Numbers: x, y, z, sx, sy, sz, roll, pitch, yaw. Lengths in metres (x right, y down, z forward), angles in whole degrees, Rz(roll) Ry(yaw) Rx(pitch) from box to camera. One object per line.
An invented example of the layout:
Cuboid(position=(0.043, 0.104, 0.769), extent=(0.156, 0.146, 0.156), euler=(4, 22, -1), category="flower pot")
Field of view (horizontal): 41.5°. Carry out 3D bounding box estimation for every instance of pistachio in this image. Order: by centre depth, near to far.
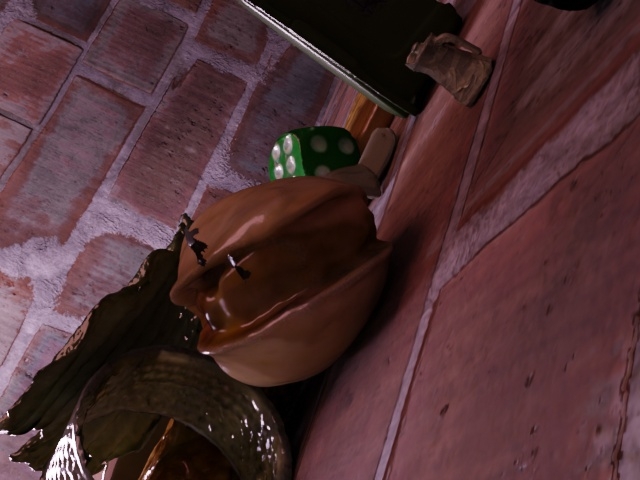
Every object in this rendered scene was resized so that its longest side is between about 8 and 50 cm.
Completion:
Cuboid(position=(-0.046, 0.044, 0.947), extent=(0.238, 0.229, 0.321), euler=(-33, -1, -28), category="pistachio")

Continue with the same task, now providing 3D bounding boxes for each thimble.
Cuboid(position=(-0.175, 0.267, 0.967), extent=(0.150, 0.271, 0.270), euler=(-59, 9, 34), category="thimble")

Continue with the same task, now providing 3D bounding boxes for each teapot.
Cuboid(position=(0.133, -0.184, 0.877), extent=(0.057, 0.083, 0.067), euler=(-65, 2, -38), category="teapot")

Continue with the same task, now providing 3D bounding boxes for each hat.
Cuboid(position=(0.047, -0.102, 1.290), extent=(0.147, 0.085, 0.175), euler=(122, 168, -60), category="hat")

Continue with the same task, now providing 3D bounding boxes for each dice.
Cuboid(position=(-0.010, -0.123, 1.454), extent=(0.131, 0.120, 0.128), euler=(-16, 79, 59), category="dice")

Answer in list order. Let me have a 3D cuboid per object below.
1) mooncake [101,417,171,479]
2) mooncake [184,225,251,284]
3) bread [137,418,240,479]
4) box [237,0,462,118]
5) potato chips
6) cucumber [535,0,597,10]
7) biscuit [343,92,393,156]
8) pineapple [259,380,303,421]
Cuboid(position=(-0.262, 0.422, 1.409), extent=(0.284, 0.156, 0.284), euler=(10, -90, -85), category="mooncake")
Cuboid(position=(-0.071, 0.155, 0.813), extent=(0.150, 0.057, 0.346), euler=(158, 98, -68), category="mooncake")
Cuboid(position=(-0.170, 0.341, 1.177), extent=(0.195, 0.149, 0.344), euler=(-52, 10, 39), category="bread")
Cuboid(position=(0.042, -0.340, 1.235), extent=(0.177, 0.329, 0.252), euler=(-53, 10, 11), category="box")
Cuboid(position=(-0.257, 0.143, 1.129), extent=(0.389, 0.097, 0.373), euler=(-51, -17, -27), category="potato chips")
Cuboid(position=(0.200, -0.244, 0.560), extent=(0.115, 0.085, 0.193), euler=(-15, -32, -35), category="cucumber")
Cuboid(position=(0.090, -0.238, 1.592), extent=(0.351, 0.057, 0.312), euler=(166, 129, -82), category="biscuit")
Cuboid(position=(-0.051, 0.136, 1.128), extent=(0.251, 0.125, 0.125), euler=(-60, 7, 10), category="pineapple")
